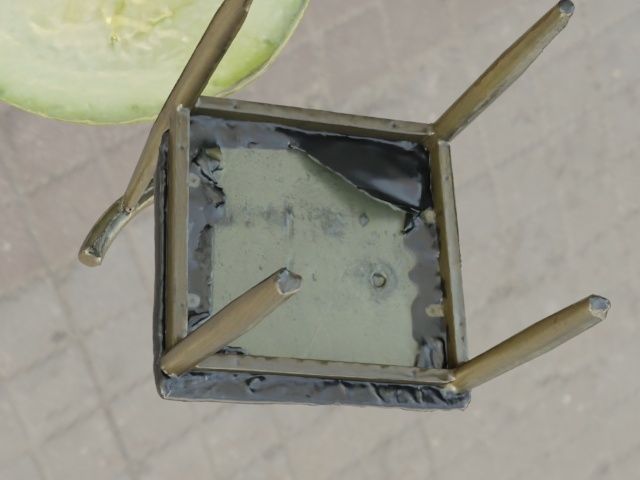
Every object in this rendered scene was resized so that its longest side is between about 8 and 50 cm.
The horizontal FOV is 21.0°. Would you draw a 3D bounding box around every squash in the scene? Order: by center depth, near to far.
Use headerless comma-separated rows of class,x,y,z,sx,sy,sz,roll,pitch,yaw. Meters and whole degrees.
squash,-0.126,-0.180,0.989,0.252,0.049,0.252,-5,129,-6

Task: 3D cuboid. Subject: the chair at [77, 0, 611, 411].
chair,0.000,0.000,0.862,0.188,0.272,0.166,5,70,-22
